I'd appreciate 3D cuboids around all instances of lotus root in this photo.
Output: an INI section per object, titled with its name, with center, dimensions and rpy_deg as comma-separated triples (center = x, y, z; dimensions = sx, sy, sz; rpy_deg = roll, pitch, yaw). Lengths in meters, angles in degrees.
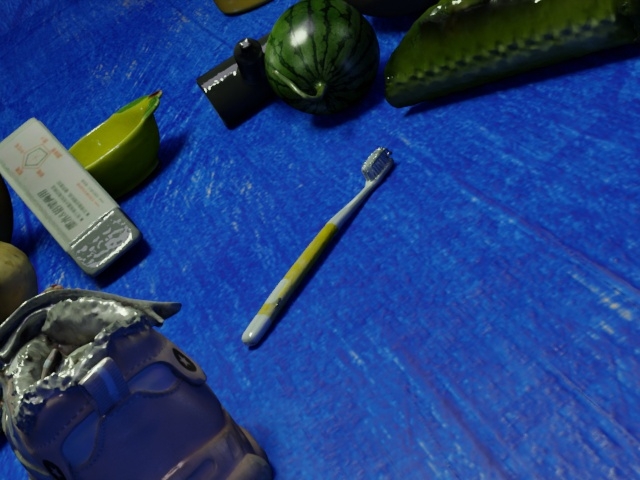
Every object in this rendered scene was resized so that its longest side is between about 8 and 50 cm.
[lotus root]
center = -0.398, 0.074, 1.489
dimensions = 0.257, 0.140, 0.154
rpy_deg = -161, 93, -77

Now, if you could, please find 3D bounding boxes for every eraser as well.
[eraser]
center = -0.331, -0.061, 1.646
dimensions = 0.089, 0.061, 0.352
rpy_deg = -40, 50, -8

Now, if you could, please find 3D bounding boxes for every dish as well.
[dish]
center = -0.276, -0.115, 1.778
dimensions = 0.207, 0.080, 0.149
rpy_deg = -41, 26, -13

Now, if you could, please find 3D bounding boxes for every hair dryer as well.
[hair dryer]
center = -0.067, -0.242, 1.669
dimensions = 0.195, 0.078, 0.248
rpy_deg = -34, 0, -1

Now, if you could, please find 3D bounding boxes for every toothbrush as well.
[toothbrush]
center = 0.000, 0.000, 1.283
dimensions = 0.021, 0.024, 0.288
rpy_deg = -6, 36, 43

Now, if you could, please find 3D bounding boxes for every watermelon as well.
[watermelon]
center = -0.001, -0.210, 1.546
dimensions = 0.140, 0.141, 0.187
rpy_deg = -23, 35, 23

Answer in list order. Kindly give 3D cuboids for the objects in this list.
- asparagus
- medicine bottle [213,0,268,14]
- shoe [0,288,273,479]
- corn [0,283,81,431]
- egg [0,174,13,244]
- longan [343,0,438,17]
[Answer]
[asparagus]
center = 0.220, -0.235, 1.342
dimensions = 0.382, 0.128, 0.108
rpy_deg = -12, -5, 42
[medicine bottle]
center = -0.131, -0.547, 2.217
dimensions = 0.238, 0.232, 0.238
rpy_deg = -27, 26, 14
[shoe]
center = -0.184, 0.123, 1.070
dimensions = 0.172, 0.198, 0.351
rpy_deg = -42, 26, -22
[corn]
center = -0.350, 0.154, 1.363
dimensions = 0.092, 0.092, 0.280
rpy_deg = -5, 33, 47
[egg]
center = -0.544, -0.018, 1.707
dimensions = 0.250, 0.250, 0.322
rpy_deg = -27, 11, 15
[longan]
center = 0.093, -0.399, 1.700
dimensions = 0.246, 0.215, 0.246
rpy_deg = -11, 56, 17
